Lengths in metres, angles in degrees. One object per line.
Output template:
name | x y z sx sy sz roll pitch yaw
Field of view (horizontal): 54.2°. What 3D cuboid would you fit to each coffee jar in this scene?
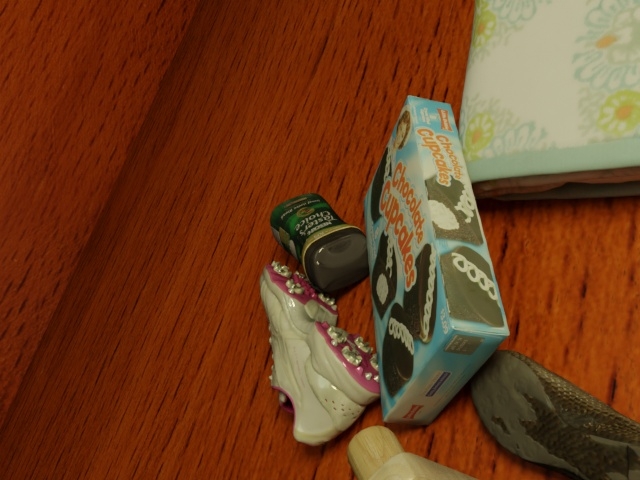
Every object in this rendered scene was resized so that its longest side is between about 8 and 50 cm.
coffee jar | 0.000 0.000 0.892 0.096 0.079 0.184 -22 31 -15

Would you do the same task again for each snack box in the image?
snack box | 0.109 0.013 0.693 0.187 0.060 0.322 111 163 -47

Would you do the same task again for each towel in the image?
towel | 0.303 -0.204 0.605 0.374 0.090 0.320 0 76 50

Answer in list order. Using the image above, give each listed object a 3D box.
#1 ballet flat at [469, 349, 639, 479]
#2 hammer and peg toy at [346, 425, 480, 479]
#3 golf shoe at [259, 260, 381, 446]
ballet flat | 0.216 0.158 0.517 0.250 0.058 0.084 22 104 63
hammer and peg toy | 0.025 0.313 0.442 0.361 0.266 0.127 -51 33 11
golf shoe | -0.032 0.135 0.815 0.140 0.115 0.306 -57 31 10
